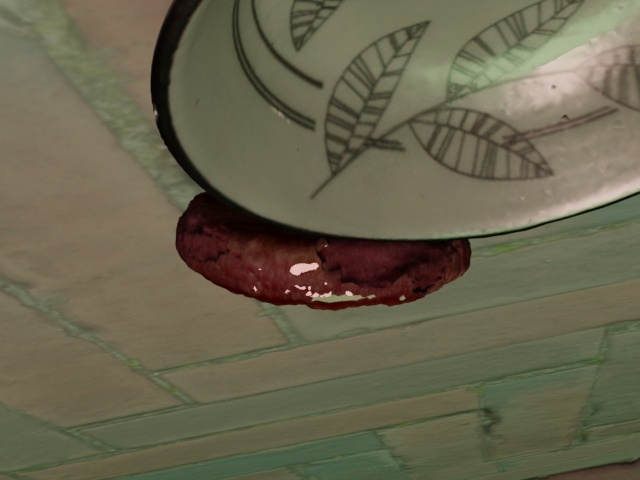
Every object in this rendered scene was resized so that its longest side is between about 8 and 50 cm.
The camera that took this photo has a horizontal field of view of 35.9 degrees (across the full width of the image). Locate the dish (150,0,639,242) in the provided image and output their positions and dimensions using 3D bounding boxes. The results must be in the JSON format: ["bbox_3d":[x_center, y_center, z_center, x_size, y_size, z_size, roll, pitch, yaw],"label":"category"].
[{"bbox_3d":[0.080,-0.113,0.429,0.316,0.106,0.316,-9,155,-4],"label":"dish"}]

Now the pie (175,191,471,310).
[{"bbox_3d":[0.000,0.000,0.609,0.182,0.050,0.182,5,-164,-1],"label":"pie"}]
